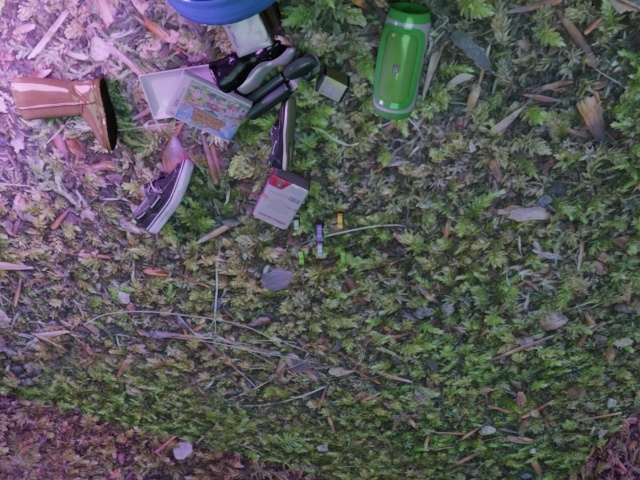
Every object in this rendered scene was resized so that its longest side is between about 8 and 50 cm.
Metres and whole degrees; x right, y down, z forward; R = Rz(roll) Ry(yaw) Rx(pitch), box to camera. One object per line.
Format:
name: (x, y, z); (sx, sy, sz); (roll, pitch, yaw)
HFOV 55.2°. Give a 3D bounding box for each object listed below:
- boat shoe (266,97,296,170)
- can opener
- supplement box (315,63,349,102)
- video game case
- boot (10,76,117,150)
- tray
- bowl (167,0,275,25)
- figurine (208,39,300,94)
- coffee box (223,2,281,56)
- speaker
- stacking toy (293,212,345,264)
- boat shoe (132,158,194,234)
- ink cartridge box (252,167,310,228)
boat shoe: (-0.122, -0.325, 1.864); (0.079, 0.084, 0.233); (18, 124, 13)
can opener: (-0.120, -0.452, 1.766); (0.280, 0.074, 0.093); (-31, 158, 27)
supplement box: (0.034, -0.450, 1.758); (0.083, 0.083, 0.056); (23, 124, -14)
video game case: (-0.330, -0.388, 1.794); (0.212, 0.023, 0.193); (22, 146, -18)
boot: (-0.771, -0.385, 1.864); (0.270, 0.089, 0.236); (-1, 114, 4)
tray: (-0.389, -0.447, 1.823); (0.271, 0.030, 0.145); (-6, 125, 8)
bowl: (-0.218, -0.695, 1.428); (0.391, 0.391, 0.077); (-14, 162, 14)
figurine: (-0.168, -0.487, 1.686); (0.210, 0.215, 0.092); (-23, 94, 18)
coffee box: (-0.181, -0.588, 1.569); (0.098, 0.246, 0.141); (-17, 124, 14)
speaker: (0.222, -0.491, 1.691); (0.131, 0.131, 0.296); (6, 127, -1)
stacking toy: (0.000, 0.000, 2.114); (0.167, 0.052, 0.221); (-1, 127, 5)
boat shoe: (-0.521, -0.147, 1.996); (0.119, 0.121, 0.335); (27, 126, -20)
ink cartridge box: (-0.128, -0.140, 2.005); (0.128, 0.072, 0.175); (24, 124, -14)
